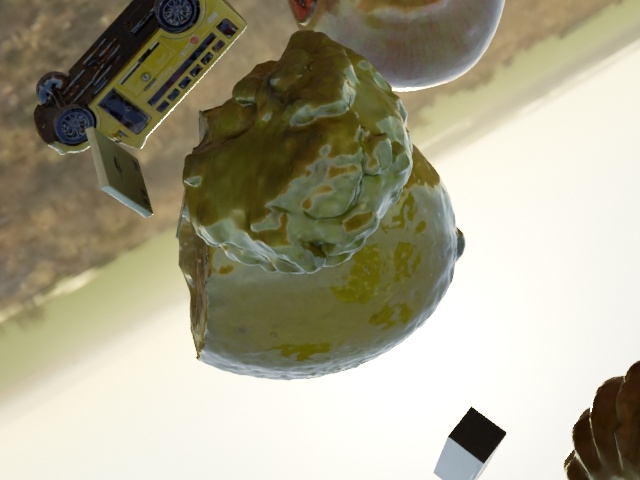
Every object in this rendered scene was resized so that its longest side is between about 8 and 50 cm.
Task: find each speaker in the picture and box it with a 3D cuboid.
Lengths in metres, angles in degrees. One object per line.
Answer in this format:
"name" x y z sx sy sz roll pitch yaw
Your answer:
"speaker" 0.145 0.212 1.395 0.040 0.046 0.191 -51 167 -15

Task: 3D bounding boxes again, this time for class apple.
"apple" 0.127 -0.440 2.366 0.391 0.391 0.346 -31 -177 -2

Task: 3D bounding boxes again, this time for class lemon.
"lemon" 0.000 0.000 1.674 0.364 0.364 0.364 -31 180 0

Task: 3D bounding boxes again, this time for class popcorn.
"popcorn" -0.017 -0.077 1.361 0.233 0.192 0.266 -57 -150 5

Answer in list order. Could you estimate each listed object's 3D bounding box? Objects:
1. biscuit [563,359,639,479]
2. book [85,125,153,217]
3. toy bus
"biscuit" 0.328 0.270 1.318 0.107 0.326 0.325 -2 166 -27
"book" -0.227 -0.076 1.578 0.014 0.077 0.111 -24 157 13
"toy bus" -0.269 -0.251 2.056 0.331 0.151 0.145 -47 -143 7
